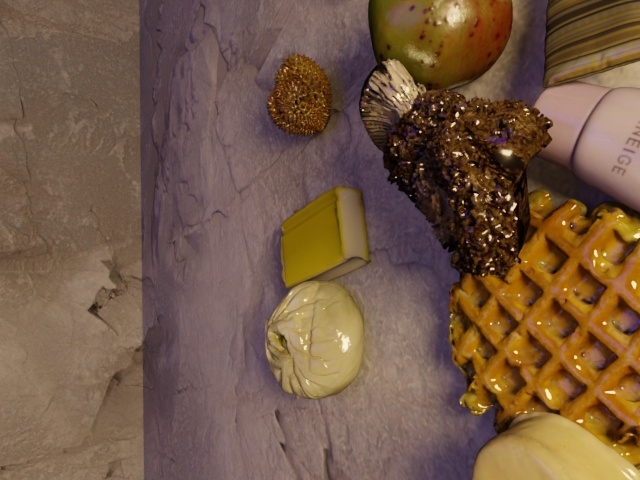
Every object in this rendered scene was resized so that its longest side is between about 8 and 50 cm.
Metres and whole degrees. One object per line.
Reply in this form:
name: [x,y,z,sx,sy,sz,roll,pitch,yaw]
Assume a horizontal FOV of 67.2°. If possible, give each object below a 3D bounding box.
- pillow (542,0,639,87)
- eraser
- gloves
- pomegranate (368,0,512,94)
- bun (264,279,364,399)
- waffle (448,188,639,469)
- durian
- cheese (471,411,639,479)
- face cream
pillow: [0.303,-0.255,0.526,0.113,0.038,0.204,-9,55,40]
eraser: [0.000,0.000,0.970,0.226,0.069,0.158,-30,61,50]
gloves: [0.157,-0.094,0.577,0.210,0.135,0.313,84,164,-57]
pomegranate: [0.153,-0.284,0.682,0.198,0.198,0.246,64,145,37]
bun: [-0.023,0.191,0.922,0.229,0.145,0.230,-18,69,56]
waffle: [0.271,0.095,0.565,0.302,0.068,0.325,-14,76,54]
durian: [-0.042,-0.297,1.023,0.168,0.136,0.158,60,154,21]
cheese: [0.262,0.350,0.461,0.383,0.104,0.385,13,107,50]
face cream: [0.345,-0.081,0.473,0.273,0.096,0.154,35,106,40]
